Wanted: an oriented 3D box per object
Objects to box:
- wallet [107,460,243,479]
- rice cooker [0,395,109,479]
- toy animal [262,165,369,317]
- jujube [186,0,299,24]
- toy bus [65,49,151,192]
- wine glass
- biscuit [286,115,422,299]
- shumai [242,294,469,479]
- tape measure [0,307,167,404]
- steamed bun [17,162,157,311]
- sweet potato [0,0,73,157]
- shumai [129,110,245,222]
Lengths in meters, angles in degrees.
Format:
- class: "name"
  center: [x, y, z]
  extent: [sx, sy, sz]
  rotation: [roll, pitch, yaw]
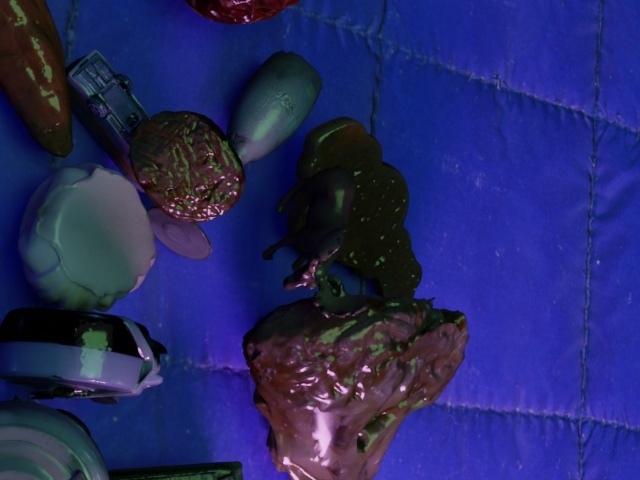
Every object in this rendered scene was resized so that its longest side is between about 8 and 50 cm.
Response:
- class: "wallet"
  center: [-0.205, 0.354, 1.741]
  extent: [0.236, 0.055, 0.160]
  rotation: [-2, 86, -18]
- class: "rice cooker"
  center: [-0.332, 0.286, 1.568]
  extent: [0.226, 0.244, 0.226]
  rotation: [0, 88, -13]
- class: "toy animal"
  center: [0.000, 0.000, 1.833]
  extent: [0.094, 0.186, 0.214]
  rotation: [26, 68, -33]
- class: "jujube"
  center: [-0.078, -0.385, 1.872]
  extent: [0.232, 0.213, 0.213]
  rotation: [-39, 110, -28]
- class: "toy bus"
  center: [-0.249, -0.143, 1.790]
  extent: [0.190, 0.075, 0.064]
  rotation: [54, 54, -22]
- class: "wine glass"
  center: [-0.033, -0.091, 1.865]
  extent: [0.309, 0.264, 0.096]
  rotation: [-56, 153, -30]
- class: "biscuit"
  center: [0.053, -0.025, 2.024]
  extent: [0.183, 0.047, 0.320]
  rotation: [-45, 125, -8]
- class: "shumai"
  center: [0.046, 0.217, 1.911]
  extent: [0.346, 0.217, 0.283]
  rotation: [10, 78, -42]
- class: "tape measure"
  center: [-0.283, 0.134, 1.665]
  extent: [0.181, 0.182, 0.107]
  rotation: [13, 77, -36]
- class: "steamed bun"
  center: [-0.286, 0.001, 1.727]
  extent: [0.183, 0.106, 0.182]
  rotation: [5, 83, -44]
- class: "sweet potato"
  center: [-0.349, -0.215, 1.703]
  extent: [0.097, 0.097, 0.251]
  rotation: [-26, 100, -39]
- class: "shumai"
  center: [-0.157, -0.087, 1.767]
  extent: [0.123, 0.139, 0.105]
  rotation: [-48, 164, 0]
